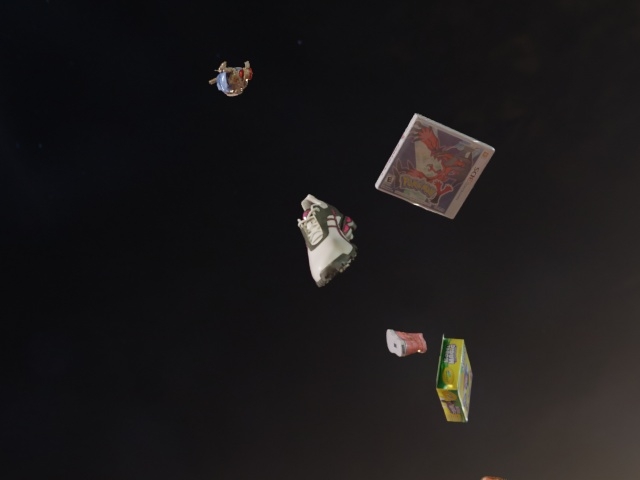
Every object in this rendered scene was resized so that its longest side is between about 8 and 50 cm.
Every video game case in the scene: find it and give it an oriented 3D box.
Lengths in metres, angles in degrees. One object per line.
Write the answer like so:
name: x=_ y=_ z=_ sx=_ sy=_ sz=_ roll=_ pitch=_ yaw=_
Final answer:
video game case: x=0.247 y=-0.156 z=1.902 sx=0.201 sy=0.023 sz=0.183 roll=20 pitch=-67 yaw=-20

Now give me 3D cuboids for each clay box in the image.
clay box: x=0.309 y=0.318 z=2.036 sx=0.053 sy=0.127 sz=0.222 roll=2 pitch=-31 yaw=17

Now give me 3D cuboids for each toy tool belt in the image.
toy tool belt: x=-0.143 y=-0.254 z=1.387 sx=0.051 sy=0.052 sz=0.083 roll=-4 pitch=0 yaw=-20

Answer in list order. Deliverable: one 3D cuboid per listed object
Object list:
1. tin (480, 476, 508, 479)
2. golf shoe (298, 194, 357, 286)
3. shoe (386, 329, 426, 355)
tin: x=0.344 y=0.478 z=1.531 sx=0.189 sy=0.040 sz=0.106 roll=48 pitch=-27 yaw=-16
golf shoe: x=0.000 y=0.000 z=1.740 sx=0.105 sy=0.273 sz=0.120 roll=-42 pitch=-75 yaw=14
shoe: x=0.249 y=0.297 z=2.570 sx=0.081 sy=0.178 sz=0.063 roll=-5 pitch=-84 yaw=-10
